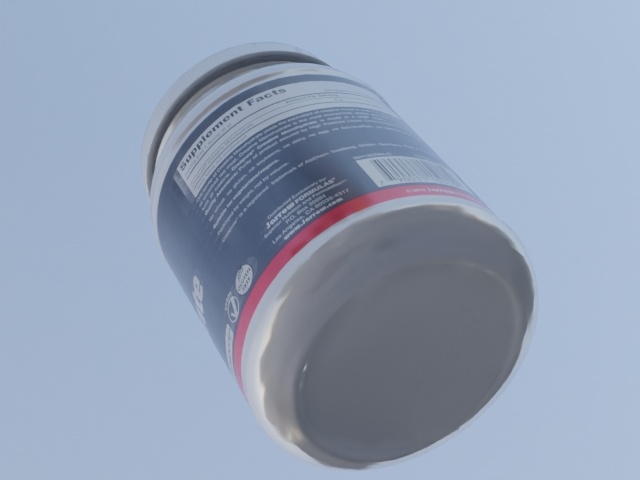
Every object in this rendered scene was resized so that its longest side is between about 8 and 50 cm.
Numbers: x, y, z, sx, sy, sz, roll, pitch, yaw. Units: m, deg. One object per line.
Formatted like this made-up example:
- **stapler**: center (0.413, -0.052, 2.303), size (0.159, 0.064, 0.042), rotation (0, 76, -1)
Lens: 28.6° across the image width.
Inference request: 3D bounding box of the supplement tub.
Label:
- **supplement tub**: center (0.000, 0.000, 0.830), size (0.191, 0.272, 0.191), rotation (-14, -53, -19)
